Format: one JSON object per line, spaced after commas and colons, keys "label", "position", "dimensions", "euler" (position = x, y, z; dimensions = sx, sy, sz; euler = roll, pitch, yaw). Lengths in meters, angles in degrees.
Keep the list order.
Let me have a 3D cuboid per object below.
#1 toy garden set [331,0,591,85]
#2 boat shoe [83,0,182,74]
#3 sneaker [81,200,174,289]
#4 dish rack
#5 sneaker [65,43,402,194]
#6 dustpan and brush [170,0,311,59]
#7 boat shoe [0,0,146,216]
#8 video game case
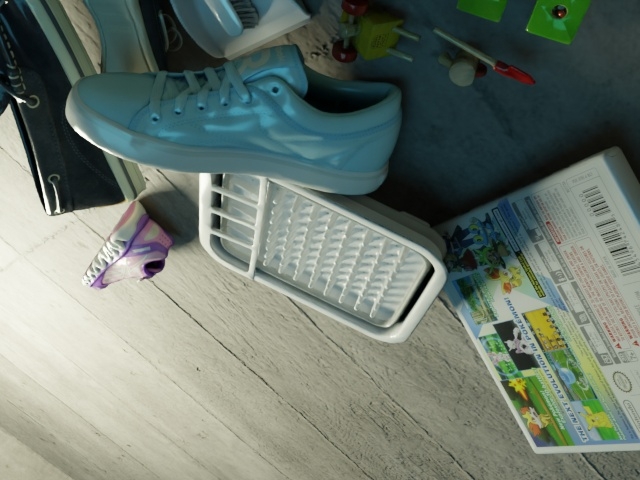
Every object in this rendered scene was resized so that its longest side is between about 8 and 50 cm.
{"label": "toy garden set", "position": [0.124, -0.240, 0.679], "dimensions": [0.244, 0.049, 0.204], "euler": [21, 138, 7]}
{"label": "boat shoe", "position": [-0.219, -0.242, 0.843], "dimensions": [0.095, 0.079, 0.254], "euler": [11, 135, 22]}
{"label": "sneaker", "position": [-0.317, 0.032, 1.187], "dimensions": [0.104, 0.095, 0.236], "euler": [32, 140, -17]}
{"label": "dish rack", "position": [0.000, 0.000, 0.952], "dimensions": [0.333, 0.072, 0.285], "euler": [26, 149, 6]}
{"label": "sneaker", "position": [-0.083, -0.159, 0.780], "dimensions": [0.366, 0.135, 0.150], "euler": [6, 129, -17]}
{"label": "dustpan and brush", "position": [-0.126, -0.285, 0.757], "dimensions": [0.147, 0.060, 0.211], "euler": [-13, 126, 38]}
{"label": "boat shoe", "position": [-0.365, -0.220, 0.851], "dimensions": [0.187, 0.156, 0.500], "euler": [52, 163, 42]}
{"label": "video game case", "position": [0.287, 0.092, 0.816], "dimensions": [0.300, 0.036, 0.329], "euler": [-28, 92, 55]}
